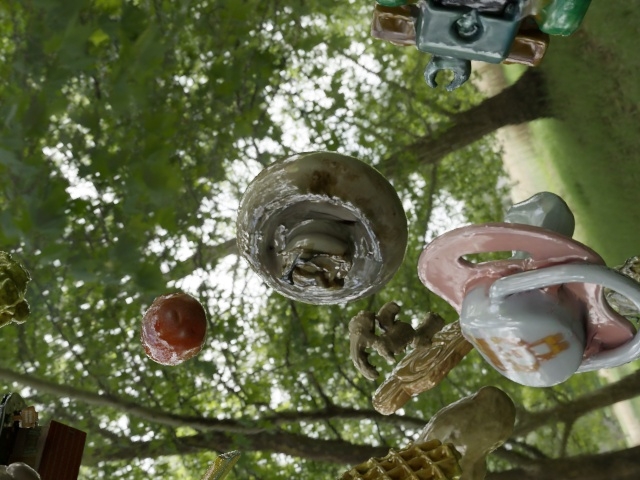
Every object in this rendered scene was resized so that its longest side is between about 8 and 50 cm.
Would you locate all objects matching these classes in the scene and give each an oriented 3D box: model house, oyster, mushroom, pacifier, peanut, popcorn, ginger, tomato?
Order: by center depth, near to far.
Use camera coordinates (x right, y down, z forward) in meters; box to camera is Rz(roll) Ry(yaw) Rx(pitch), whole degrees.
[{"bbox_3d":[0.272,0.064,0.880,0.332,0.220,0.273,49,-168,-37],"label":"pacifier"},{"bbox_3d":[0.000,0.000,1.383,0.362,0.362,0.295,56,-155,-30],"label":"mushroom"},{"bbox_3d":[0.685,0.102,1.410,0.197,0.337,0.133,21,-103,-15],"label":"oyster"},{"bbox_3d":[-0.589,0.477,1.413,0.207,0.153,0.294,93,175,-49],"label":"model house"},{"bbox_3d":[0.172,0.202,1.535,0.150,0.258,0.065,63,153,9],"label":"ginger"},{"bbox_3d":[-0.767,0.115,1.564,0.198,0.197,0.156,-85,12,-57],"label":"popcorn"},{"bbox_3d":[0.334,0.524,1.665,0.192,0.387,0.169,37,-174,9],"label":"peanut"},{"bbox_3d":[-0.450,0.278,2.104,0.232,0.188,0.232,15,-90,-76],"label":"tomato"}]

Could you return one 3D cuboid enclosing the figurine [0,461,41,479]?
[{"bbox_3d":[-0.492,0.401,1.025,0.125,0.125,0.138,-14,-58,-73],"label":"figurine"}]

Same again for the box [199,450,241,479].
[{"bbox_3d":[-0.258,0.588,1.745,0.023,0.087,0.155,39,178,16],"label":"box"}]

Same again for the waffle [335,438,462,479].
[{"bbox_3d":[0.146,0.406,1.140,0.160,0.210,0.055,-151,39,-75],"label":"waffle"}]

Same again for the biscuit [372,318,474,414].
[{"bbox_3d":[0.275,0.295,1.700,0.051,0.376,0.269,50,170,-4],"label":"biscuit"}]

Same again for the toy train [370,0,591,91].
[{"bbox_3d":[0.153,-0.326,0.550,0.430,0.178,0.249,99,-178,-46],"label":"toy train"}]
